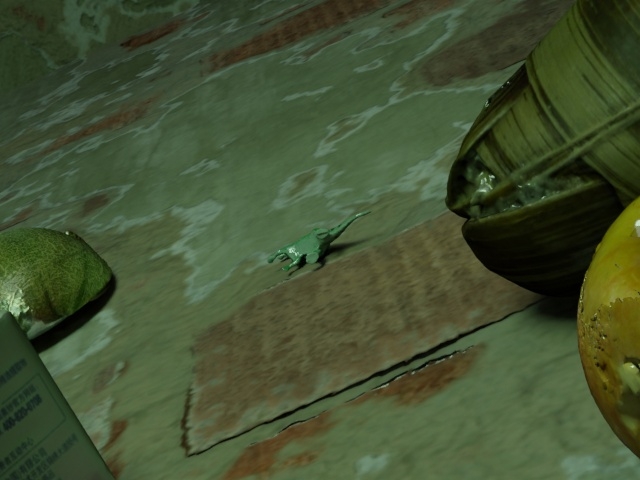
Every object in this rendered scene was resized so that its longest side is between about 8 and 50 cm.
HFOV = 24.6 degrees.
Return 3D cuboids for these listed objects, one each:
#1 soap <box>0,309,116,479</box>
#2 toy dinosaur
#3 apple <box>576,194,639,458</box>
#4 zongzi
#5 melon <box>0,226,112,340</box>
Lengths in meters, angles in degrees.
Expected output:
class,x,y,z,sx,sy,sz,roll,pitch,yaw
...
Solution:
class,x,y,z,sx,sy,sz,roll,pitch,yaw
soap,-0.253,0.144,0.810,0.182,0.138,0.199,-7,26,47
toy dinosaur,0.000,0.000,1.069,0.083,0.021,0.062,-27,5,0
apple,0.171,0.030,0.583,0.146,0.146,0.146,-23,18,8
zongzi,0.215,-0.018,0.710,0.134,0.288,0.286,3,-42,-45
melon,-0.245,0.039,1.186,0.160,0.079,0.128,-31,17,-17
